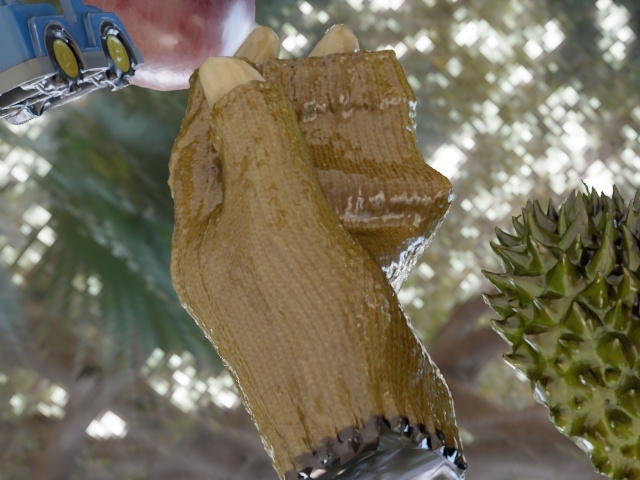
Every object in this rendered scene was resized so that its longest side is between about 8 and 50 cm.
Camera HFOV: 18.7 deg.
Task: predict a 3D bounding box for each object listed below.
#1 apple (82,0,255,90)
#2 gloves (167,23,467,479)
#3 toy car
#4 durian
[{"bbox_3d":[-0.134,-0.197,1.695,0.153,0.153,0.120,-105,-158,-55],"label":"apple"},{"bbox_3d":[-0.011,0.012,1.233,0.155,0.203,0.356,-22,-119,28],"label":"gloves"},{"bbox_3d":[-0.201,-0.130,1.290,0.097,0.100,0.191,-22,180,20],"label":"toy car"},{"bbox_3d":[0.236,0.095,1.206,0.157,0.169,0.355,-45,-111,3],"label":"durian"}]
